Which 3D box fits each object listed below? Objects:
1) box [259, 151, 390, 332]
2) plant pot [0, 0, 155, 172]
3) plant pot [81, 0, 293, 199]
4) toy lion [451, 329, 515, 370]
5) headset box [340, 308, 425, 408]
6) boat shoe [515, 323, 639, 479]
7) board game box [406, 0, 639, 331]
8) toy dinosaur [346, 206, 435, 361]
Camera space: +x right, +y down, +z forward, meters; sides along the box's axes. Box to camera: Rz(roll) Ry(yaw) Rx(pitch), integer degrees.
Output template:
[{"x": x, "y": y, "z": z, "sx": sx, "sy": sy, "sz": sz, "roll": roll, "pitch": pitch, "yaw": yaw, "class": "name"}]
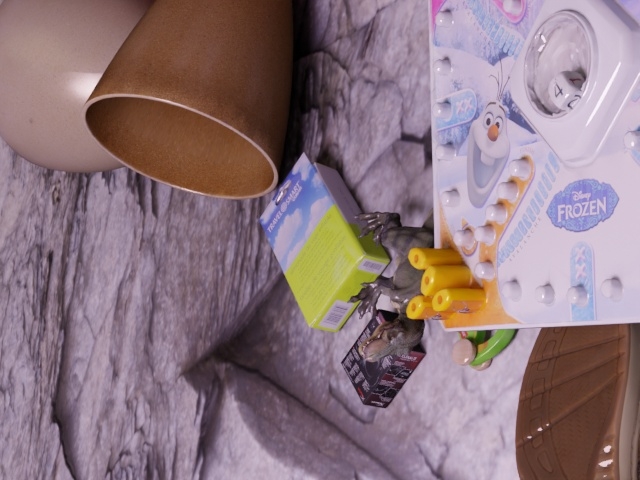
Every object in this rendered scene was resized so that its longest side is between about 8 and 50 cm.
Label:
[{"x": 0.000, "y": 0.000, "z": 1.323, "sx": 0.109, "sy": 0.042, "sz": 0.178, "roll": -55, "pitch": 40, "yaw": 25, "class": "box"}, {"x": -0.264, "y": -0.214, "z": 1.589, "sx": 0.191, "sy": 0.284, "sz": 0.284, "roll": 16, "pitch": 91, "yaw": 38, "class": "plant pot"}, {"x": -0.126, "y": -0.214, "z": 1.444, "sx": 0.237, "sy": 0.237, "sz": 0.254, "roll": -10, "pitch": 56, "yaw": 52, "class": "plant pot"}, {"x": 0.150, "y": 0.054, "z": 1.115, "sx": 0.096, "sy": 0.034, "sz": 0.100, "roll": -43, "pitch": 46, "yaw": 27, "class": "toy lion"}, {"x": 0.063, "y": 0.113, "z": 1.207, "sx": 0.083, "sy": 0.032, "sz": 0.062, "roll": -57, "pitch": 40, "yaw": 23, "class": "headset box"}, {"x": 0.221, "y": 0.183, "z": 0.905, "sx": 0.121, "sy": 0.110, "sz": 0.341, "roll": -32, "pitch": 43, "yaw": 52, "class": "boat shoe"}, {"x": 0.179, "y": -0.131, "z": 0.923, "sx": 0.390, "sy": 0.050, "sz": 0.390, "roll": -11, "pitch": 79, "yaw": 61, "class": "board game box"}, {"x": 0.080, "y": 0.013, "z": 1.165, "sx": 0.118, "sy": 0.064, "sz": 0.268, "roll": -16, "pitch": 46, "yaw": 48, "class": "toy dinosaur"}]
